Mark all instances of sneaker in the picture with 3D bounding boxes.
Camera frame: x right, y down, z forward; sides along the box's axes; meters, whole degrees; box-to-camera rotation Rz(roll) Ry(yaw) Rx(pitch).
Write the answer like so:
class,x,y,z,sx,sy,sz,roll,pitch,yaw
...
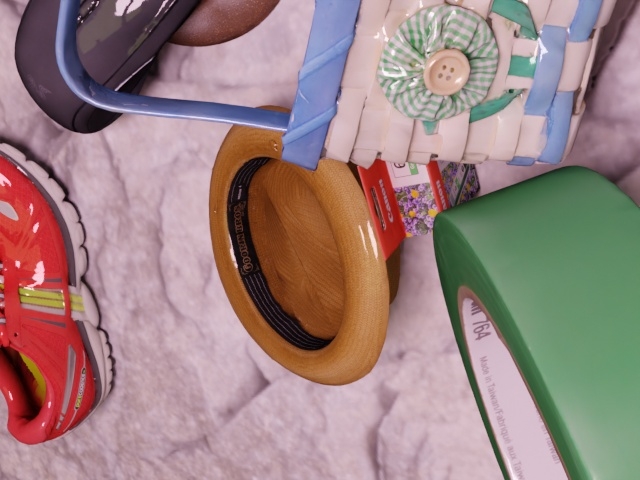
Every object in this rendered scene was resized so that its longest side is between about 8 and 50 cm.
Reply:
class,x,y,z,sx,sy,sz,roll,pitch,yaw
sneaker,-0.261,0.047,0.793,0.107,0.118,0.279,-7,109,30

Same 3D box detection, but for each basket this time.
class,x,y,z,sx,sy,sz,roll,pitch,yaw
basket,0.011,-0.169,0.477,0.288,0.201,0.255,12,121,4

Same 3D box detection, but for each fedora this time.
class,x,y,z,sx,sy,sz,roll,pitch,yaw
fedora,0.000,0.000,0.638,0.194,0.079,0.194,22,120,45

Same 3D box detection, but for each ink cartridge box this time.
class,x,y,z,sx,sy,sz,roll,pitch,yaw
ink cartridge box,0.064,-0.039,0.576,0.029,0.115,0.063,-8,109,29

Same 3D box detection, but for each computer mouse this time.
class,x,y,z,sx,sy,sz,roll,pitch,yaw
computer mouse,-0.160,-0.191,0.615,0.262,0.060,0.184,-35,94,35

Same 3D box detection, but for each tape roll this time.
class,x,y,z,sx,sy,sz,roll,pitch,yaw
tape roll,0.150,0.123,0.489,0.077,0.321,0.321,-20,105,-1

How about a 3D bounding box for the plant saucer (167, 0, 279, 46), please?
class,x,y,z,sx,sy,sz,roll,pitch,yaw
plant saucer,-0.106,-0.226,0.628,0.198,0.036,0.199,12,117,23
